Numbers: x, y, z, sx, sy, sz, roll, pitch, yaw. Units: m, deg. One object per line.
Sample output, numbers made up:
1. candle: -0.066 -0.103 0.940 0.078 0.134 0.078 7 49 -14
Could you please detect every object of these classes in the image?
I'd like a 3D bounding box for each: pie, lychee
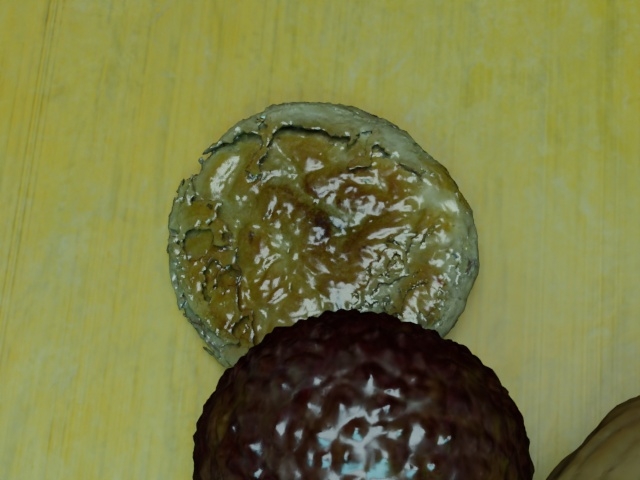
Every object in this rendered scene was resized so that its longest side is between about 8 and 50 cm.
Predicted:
1. pie: 0.000 0.000 1.067 0.274 0.055 0.274 -2 70 5
2. lychee: 0.031 0.177 0.910 0.260 0.260 0.261 0 73 1

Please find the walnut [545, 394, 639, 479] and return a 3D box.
1. walnut: 0.291 0.242 0.857 0.343 0.306 0.306 -19 73 -20
